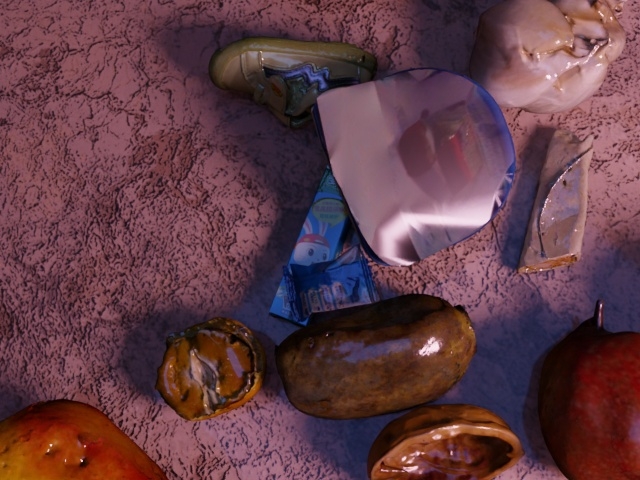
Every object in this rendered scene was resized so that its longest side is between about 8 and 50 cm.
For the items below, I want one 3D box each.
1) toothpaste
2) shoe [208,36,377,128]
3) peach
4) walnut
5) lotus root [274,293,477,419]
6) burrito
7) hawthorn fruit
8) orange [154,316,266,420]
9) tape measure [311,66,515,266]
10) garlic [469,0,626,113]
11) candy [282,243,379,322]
[{"bbox_3d":[0.000,0.000,1.218,0.065,0.050,0.266,20,82,11],"label":"toothpaste"},{"bbox_3d":[-0.042,-0.248,1.231,0.263,0.140,0.128,-1,68,2],"label":"shoe"},{"bbox_3d":[-0.332,0.416,1.034,0.353,0.339,0.416,-26,80,3],"label":"peach"},{"bbox_3d":[0.162,0.274,1.100,0.211,0.167,0.087,-8,43,-3],"label":"walnut"},{"bbox_3d":[0.078,0.165,1.112,0.275,0.160,0.151,-18,86,4],"label":"lotus root"},{"bbox_3d":[0.349,-0.056,1.171,0.087,0.060,0.225,10,81,16],"label":"burrito"},{"bbox_3d":[0.381,0.200,1.042,0.208,0.208,0.248,-6,68,7],"label":"hawthorn fruit"},{"bbox_3d":[-0.151,0.187,1.172,0.170,0.112,0.160,31,95,37],"label":"orange"},{"bbox_3d":[0.134,-0.116,1.142,0.262,0.138,0.259,-22,97,-8],"label":"tape measure"},{"bbox_3d":[0.348,-0.285,1.159,0.281,0.184,0.203,-37,30,-17],"label":"garlic"},{"bbox_3d":[0.012,0.060,1.150,0.136,0.038,0.088,-17,73,21],"label":"candy"}]
